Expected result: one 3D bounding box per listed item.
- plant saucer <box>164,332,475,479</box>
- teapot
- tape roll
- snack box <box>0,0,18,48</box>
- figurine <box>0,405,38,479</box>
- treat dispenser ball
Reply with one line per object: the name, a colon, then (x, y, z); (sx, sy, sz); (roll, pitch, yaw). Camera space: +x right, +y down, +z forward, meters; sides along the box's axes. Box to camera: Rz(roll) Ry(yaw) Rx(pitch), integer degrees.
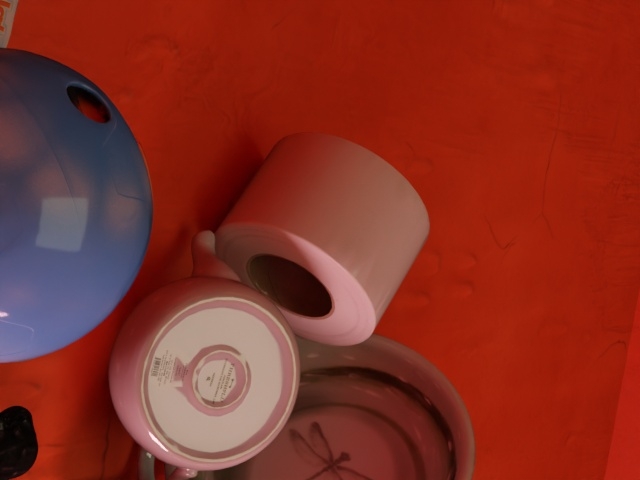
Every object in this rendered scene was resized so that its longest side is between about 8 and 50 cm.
plant saucer: (0.000, 0.294, 2.062); (0.400, 0.400, 0.100); (-53, 153, -35)
teapot: (-0.159, 0.161, 1.960); (0.256, 0.187, 0.252); (-35, 109, -19)
tape roll: (0.000, 0.000, 2.088); (0.169, 0.246, 0.246); (-57, 144, -31)
snack box: (-0.378, -0.256, 1.558); (0.187, 0.060, 0.322); (16, 87, -59)
figurine: (-0.355, 0.160, 1.641); (0.209, 0.092, 0.215); (-30, 129, -82)
treat dispenser ball: (-0.297, -0.032, 1.449); (0.288, 0.288, 0.288); (-27, 123, -52)
